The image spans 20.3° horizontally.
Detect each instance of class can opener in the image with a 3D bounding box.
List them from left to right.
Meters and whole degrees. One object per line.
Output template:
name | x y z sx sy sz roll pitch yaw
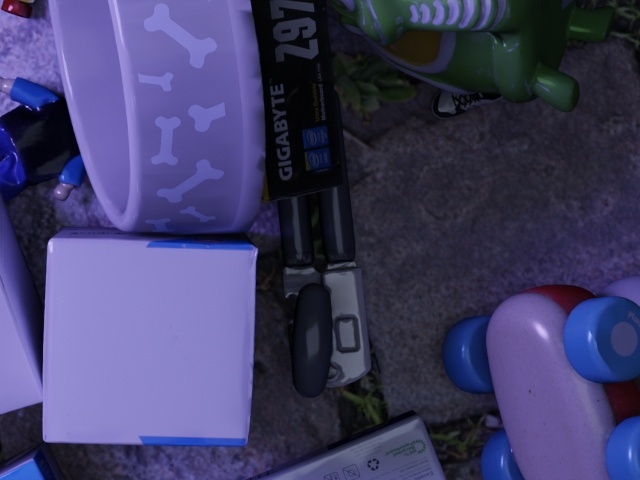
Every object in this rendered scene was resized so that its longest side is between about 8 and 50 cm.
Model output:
can opener | 0.000 0.000 1.622 0.074 0.093 0.280 -5 87 -3

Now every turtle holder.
turtle holder | 0.121 -0.223 1.525 0.227 0.243 0.320 11 53 17

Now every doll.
doll | -0.270 -0.089 1.618 0.189 0.046 0.129 -26 94 -3

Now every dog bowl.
dog bowl | -0.145 -0.165 1.458 0.102 0.349 0.349 -11 92 -16

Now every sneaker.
sneaker | 0.141 -0.137 1.650 0.083 0.037 0.032 -24 95 -1

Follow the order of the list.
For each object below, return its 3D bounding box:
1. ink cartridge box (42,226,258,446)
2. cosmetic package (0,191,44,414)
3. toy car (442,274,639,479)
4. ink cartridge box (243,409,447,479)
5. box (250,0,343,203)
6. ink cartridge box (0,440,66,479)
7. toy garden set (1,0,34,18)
ink cartridge box | -0.145 0.076 1.538 0.171 0.233 0.168 1 93 -4
cosmetic package | -0.429 0.088 1.523 0.365 0.197 0.155 -18 114 -4
toy car | 0.278 0.119 1.613 0.238 0.219 0.210 -21 93 -32
ink cartridge box | 0.030 0.300 1.649 0.223 0.045 0.224 -21 94 -3
box | -0.069 -0.218 1.481 0.079 0.257 0.322 -12 110 -17
ink cartridge box | -0.228 0.302 1.587 0.078 0.134 0.231 -28 92 -4
toy garden set | -0.330 -0.327 1.606 0.244 0.049 0.204 17 90 -4
